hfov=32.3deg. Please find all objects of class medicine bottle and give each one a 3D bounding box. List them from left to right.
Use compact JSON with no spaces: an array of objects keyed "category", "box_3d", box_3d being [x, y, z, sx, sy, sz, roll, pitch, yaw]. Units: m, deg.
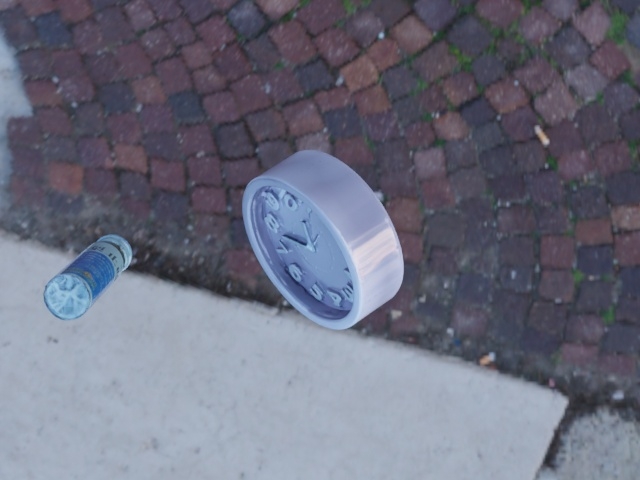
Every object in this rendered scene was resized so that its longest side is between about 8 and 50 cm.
[{"category":"medicine bottle","box_3d":[-0.250,0.036,1.205,0.051,0.191,0.051,1,104,4]}]

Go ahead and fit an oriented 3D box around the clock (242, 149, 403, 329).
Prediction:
[{"category":"clock","box_3d":[0.000,0.000,1.232,0.197,0.068,0.196,37,145,31]}]
